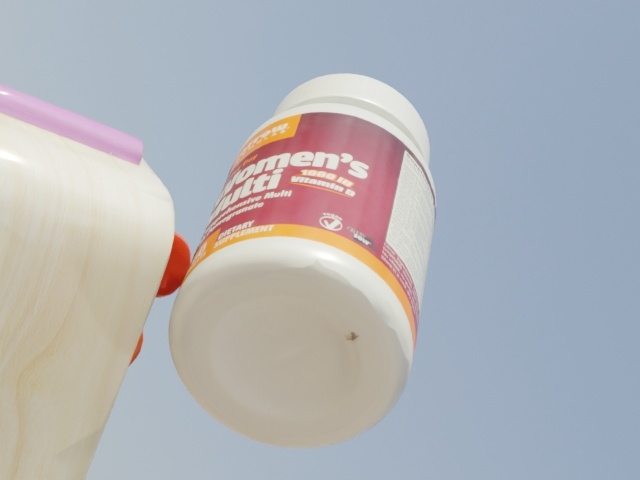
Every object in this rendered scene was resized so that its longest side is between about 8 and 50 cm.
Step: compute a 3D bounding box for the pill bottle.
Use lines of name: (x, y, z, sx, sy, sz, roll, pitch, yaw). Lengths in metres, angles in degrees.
pill bottle: (0.000, 0.000, 0.762, 0.221, 0.121, 0.121, -74, 159, -57)

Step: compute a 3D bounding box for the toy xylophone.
toy xylophone: (-0.201, 0.070, 0.720, 0.236, 0.323, 0.081, 30, -3, -35)
